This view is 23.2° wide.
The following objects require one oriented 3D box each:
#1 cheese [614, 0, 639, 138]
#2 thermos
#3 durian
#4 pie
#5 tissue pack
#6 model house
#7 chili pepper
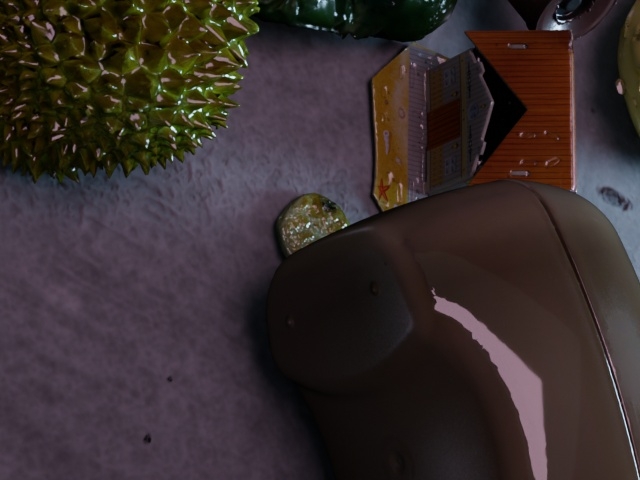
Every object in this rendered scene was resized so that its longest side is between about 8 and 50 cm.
[{"bbox_3d":[0.420,-0.179,1.628,0.316,0.128,0.260,-30,86,-43],"label":"cheese"},{"bbox_3d":[0.183,-0.294,1.490,0.232,0.099,0.124,56,6,30],"label":"thermos"},{"bbox_3d":[-0.148,-0.153,1.190,0.237,0.176,0.200,-61,146,-41],"label":"durian"},{"bbox_3d":[0.000,0.000,1.342,0.085,0.017,0.085,12,68,-33],"label":"pie"},{"bbox_3d":[0.145,0.151,1.240,0.276,0.267,0.387,-12,82,-33],"label":"tissue pack"},{"bbox_3d":[0.166,-0.086,1.409,0.207,0.136,0.219,14,68,-33],"label":"model house"},{"bbox_3d":[0.035,-0.257,1.378,0.264,0.116,0.148,3,59,-37],"label":"chili pepper"}]
